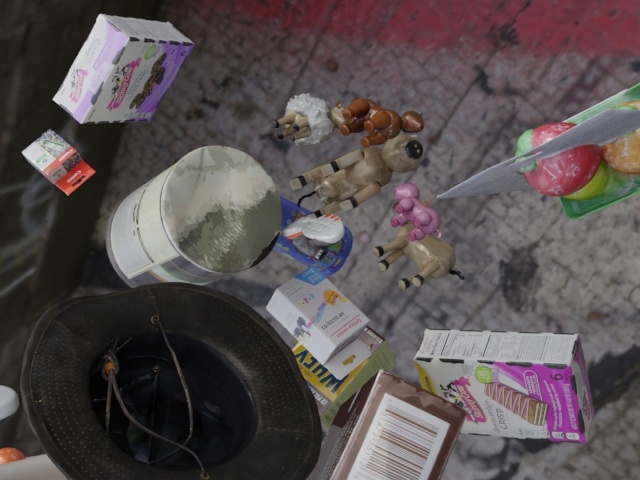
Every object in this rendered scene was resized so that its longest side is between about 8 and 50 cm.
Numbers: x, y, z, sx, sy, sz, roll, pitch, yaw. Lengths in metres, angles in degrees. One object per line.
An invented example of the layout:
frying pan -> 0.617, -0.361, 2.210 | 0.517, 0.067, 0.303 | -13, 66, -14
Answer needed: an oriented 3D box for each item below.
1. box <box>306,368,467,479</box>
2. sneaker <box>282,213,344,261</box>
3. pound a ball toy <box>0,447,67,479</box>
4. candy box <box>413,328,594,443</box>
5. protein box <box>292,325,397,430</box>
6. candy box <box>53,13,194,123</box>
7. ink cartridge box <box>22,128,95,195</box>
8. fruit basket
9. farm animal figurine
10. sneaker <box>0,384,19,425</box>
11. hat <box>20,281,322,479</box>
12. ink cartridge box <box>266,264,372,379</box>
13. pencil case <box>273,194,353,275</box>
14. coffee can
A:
box -> 0.077, 0.323, 1.550 | 0.143, 0.191, 0.381 | 26, 162, 2
sneaker -> 0.000, 0.000, 1.639 | 0.158, 0.061, 0.065 | 9, 128, 64
pound a ball toy -> -0.458, 0.366, 1.519 | 0.208, 0.319, 0.136 | -16, 82, 32
candy box -> 0.268, 0.212, 1.554 | 0.233, 0.071, 0.159 | 0, 127, 27
protein box -> 0.029, 0.259, 2.125 | 0.136, 0.201, 0.200 | 38, 171, 21
candy box -> -0.317, -0.276, 1.729 | 0.070, 0.196, 0.165 | 41, 111, 14
ink cartridge box -> -0.422, -0.127, 1.711 | 0.115, 0.063, 0.029 | 37, 163, 31
fruit basket -> 0.397, -0.142, 1.595 | 0.327, 0.353, 0.165 | -28, 69, 47
farm animal figurine -> 0.101, -0.097, 1.790 | 0.326, 0.172, 0.330 | 6, 118, 46
sneaker -> -0.453, 0.266, 1.184 | 0.295, 0.104, 0.147 | -21, 106, 1
hat -> -0.168, 0.197, 1.136 | 0.331, 0.331, 0.134 | 37, 127, 8
ink cartridge box -> 0.009, 0.139, 1.824 | 0.181, 0.104, 0.061 | 44, 134, 13
pencil case -> -0.080, -0.033, 2.148 | 0.306, 0.119, 0.133 | 28, 170, -34
coffee can -> -0.212, -0.024, 1.730 | 0.201, 0.201, 0.275 | 54, 150, -9
